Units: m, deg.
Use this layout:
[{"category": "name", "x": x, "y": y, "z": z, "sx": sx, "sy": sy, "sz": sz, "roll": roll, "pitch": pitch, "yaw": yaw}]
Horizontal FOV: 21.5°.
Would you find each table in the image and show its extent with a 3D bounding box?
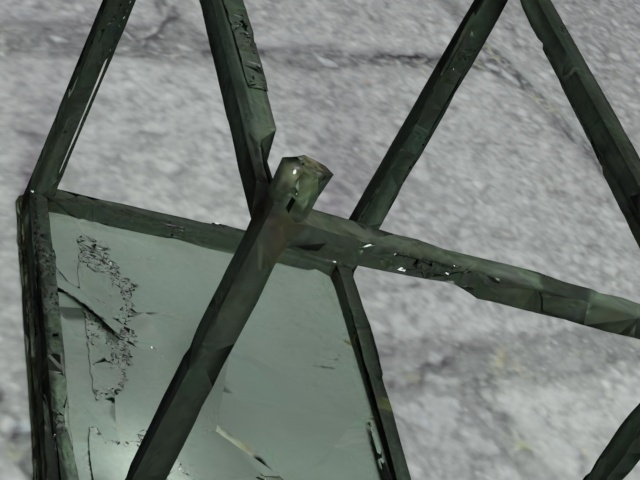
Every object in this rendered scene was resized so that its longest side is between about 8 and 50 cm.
[{"category": "table", "x": 0.000, "y": 0.000, "z": 0.830, "sx": 0.222, "sy": 0.272, "sz": 0.335, "roll": 14, "pitch": 34, "yaw": -23}]
